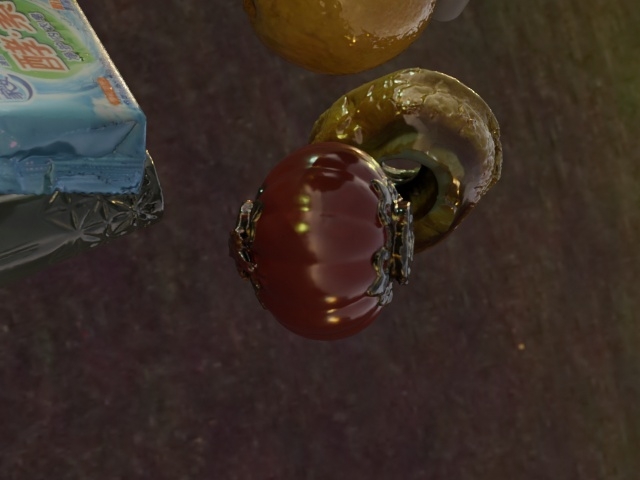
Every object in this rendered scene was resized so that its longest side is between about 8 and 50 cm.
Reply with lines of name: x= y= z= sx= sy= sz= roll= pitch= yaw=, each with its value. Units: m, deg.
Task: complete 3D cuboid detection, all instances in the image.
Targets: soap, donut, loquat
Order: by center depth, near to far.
soap: x=-0.271 y=-0.158 z=1.044 sx=0.156 sy=0.077 sz=0.293 roll=-7 pitch=48 yaw=-36
loquat: x=0.019 y=-0.268 z=1.159 sx=0.208 sy=0.208 sz=0.208 roll=39 pitch=43 yaw=-51
donut: x=0.126 y=-0.116 z=1.867 sx=0.330 sy=0.330 sz=0.160 roll=60 pitch=32 yaw=-29

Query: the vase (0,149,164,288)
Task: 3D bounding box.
vase: x=-0.334 y=-0.033 z=1.328 sx=0.156 sy=0.301 sz=0.251 roll=64 pitch=-22 yaw=21

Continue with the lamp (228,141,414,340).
lamp: x=0.000 y=0.000 z=1.316 sx=0.227 sy=0.227 sz=0.226 roll=39 pitch=43 yaw=-51

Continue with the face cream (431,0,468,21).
face cream: x=0.136 y=-0.366 z=1.352 sx=0.163 sy=0.080 sz=0.336 roll=50 pitch=-8 yaw=3
